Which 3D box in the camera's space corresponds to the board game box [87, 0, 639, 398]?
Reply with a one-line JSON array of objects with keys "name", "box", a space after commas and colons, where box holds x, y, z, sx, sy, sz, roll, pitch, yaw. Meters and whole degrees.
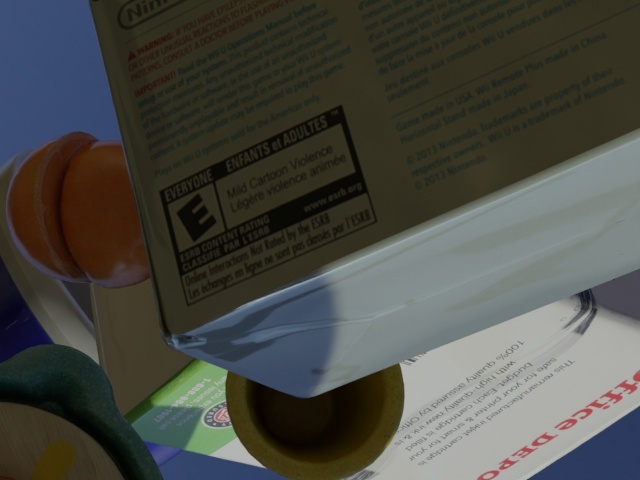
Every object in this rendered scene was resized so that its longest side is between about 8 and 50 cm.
[{"name": "board game box", "box": [0.035, -0.137, 0.460, 0.224, 0.097, 0.303, -23, -113, 18]}]

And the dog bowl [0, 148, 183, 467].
[{"name": "dog bowl", "box": [-0.190, 0.063, 1.235, 0.104, 0.265, 0.265, -37, -130, 11]}]

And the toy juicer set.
[{"name": "toy juicer set", "box": [-0.146, 0.086, 0.582, 0.329, 0.089, 0.209, -39, -93, -14]}]

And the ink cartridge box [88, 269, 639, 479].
[{"name": "ink cartridge box", "box": [0.044, 0.038, 0.851, 0.198, 0.273, 0.115, -40, -131, 32]}]
